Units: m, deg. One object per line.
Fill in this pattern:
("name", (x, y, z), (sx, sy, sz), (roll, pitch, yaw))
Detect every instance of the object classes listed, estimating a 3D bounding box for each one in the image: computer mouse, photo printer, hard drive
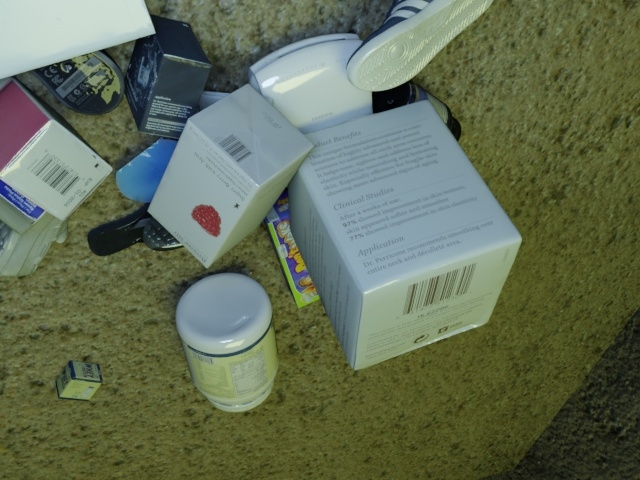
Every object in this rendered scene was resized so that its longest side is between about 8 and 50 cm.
("computer mouse", (-0.443, -0.333, 1.230), (0.189, 0.072, 0.272), (-34, 127, 7))
("photo printer", (-0.014, -0.277, 1.507), (0.256, 0.107, 0.307), (-20, 139, -12))
("hard drive", (-0.440, -0.378, 1.127), (0.308, 0.040, 0.203), (-18, 128, -5))

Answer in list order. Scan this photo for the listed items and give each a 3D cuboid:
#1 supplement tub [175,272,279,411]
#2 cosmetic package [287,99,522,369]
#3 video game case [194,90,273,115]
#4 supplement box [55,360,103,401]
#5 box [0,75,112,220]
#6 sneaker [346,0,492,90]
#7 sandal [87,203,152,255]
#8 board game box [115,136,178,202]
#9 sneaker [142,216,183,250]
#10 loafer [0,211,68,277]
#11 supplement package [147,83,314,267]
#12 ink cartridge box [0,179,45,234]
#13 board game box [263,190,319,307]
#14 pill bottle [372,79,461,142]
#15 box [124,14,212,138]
("supplement tub", (-0.227, 0.265, 1.831), (0.236, 0.235, 0.324), (-18, 138, -14))
("cosmetic package", (0.146, -0.014, 1.488), (0.330, 0.393, 0.327), (-17, 147, -12))
("video game case", (-0.173, -0.212, 1.463), (0.184, 0.023, 0.201), (9, 139, 14))
("supplement box", (-0.611, 0.357, 1.830), (0.083, 0.056, 0.083), (18, 120, -42))
("box", (-0.487, -0.163, 1.225), (0.127, 0.232, 0.148), (-48, 140, -4))
("sneaker", (0.171, -0.432, 1.420), (0.350, 0.148, 0.131), (-37, 145, -9))
("sandal", (-0.380, -0.028, 1.580), (0.255, 0.054, 0.097), (-29, 139, -3))
("board game box", (-0.341, -0.150, 1.498), (0.169, 0.033, 0.133), (-35, 144, 7))
("sneaker", (-0.257, -0.027, 1.567), (0.283, 0.107, 0.124), (-29, 156, -36))
("loafer", (-0.548, -0.045, 1.430), (0.112, 0.112, 0.319), (16, 130, -46))
("supplement package", (-0.179, -0.116, 1.384), (0.175, 0.177, 0.293), (-44, 175, -41))
("ink cartridge box", (-0.568, -0.104, 1.219), (0.223, 0.224, 0.045), (43, 68, -18))
("board game box", (0.000, 0.000, 1.820), (0.234, 0.078, 0.347), (-24, 139, -7))
("pill bottle", (0.221, -0.276, 1.638), (0.219, 0.122, 0.123), (21, 118, -44))
("box", (-0.279, -0.293, 1.294), (0.093, 0.156, 0.158), (5, 128, -33))
